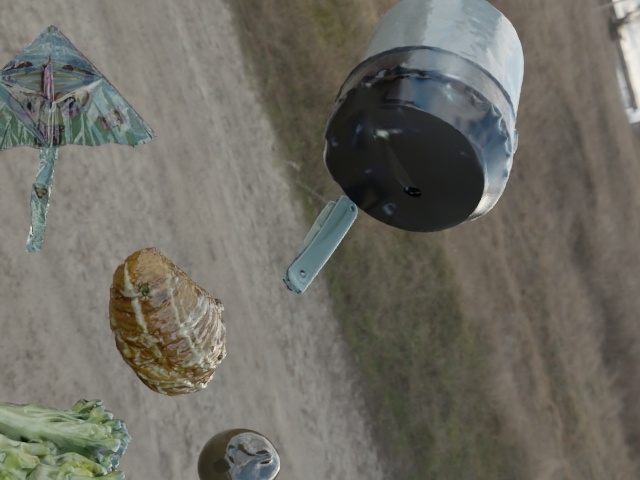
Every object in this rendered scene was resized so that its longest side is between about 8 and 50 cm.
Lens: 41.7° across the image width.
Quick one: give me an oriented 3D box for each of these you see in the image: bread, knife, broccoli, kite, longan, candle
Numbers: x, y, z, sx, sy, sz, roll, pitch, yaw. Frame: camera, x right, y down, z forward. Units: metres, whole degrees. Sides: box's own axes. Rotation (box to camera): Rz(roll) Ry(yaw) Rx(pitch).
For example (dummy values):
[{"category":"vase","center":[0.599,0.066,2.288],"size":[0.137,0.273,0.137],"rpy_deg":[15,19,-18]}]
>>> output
[{"category":"bread","center":[-0.140,0.096,0.796],"size":[0.233,0.104,0.076],"rpy_deg":[87,-1,-56]},{"category":"knife","center":[0.000,0.000,1.059],"size":[0.044,0.023,0.162],"rpy_deg":[49,50,-17]},{"category":"broccoli","center":[-0.320,0.222,0.787],"size":[0.288,0.247,0.246],"rpy_deg":[-96,164,-70]},{"category":"kite","center":[-0.274,-0.095,0.851],"size":[0.012,0.229,0.250],"rpy_deg":[49,-47,46]},{"category":"longan","center":[-0.104,0.291,1.093],"size":[0.113,0.113,0.092],"rpy_deg":[38,45,-58]},{"category":"candle","center":[0.143,-0.180,1.044],"size":[0.221,0.221,0.343],"rpy_deg":[62,33,-31]}]
